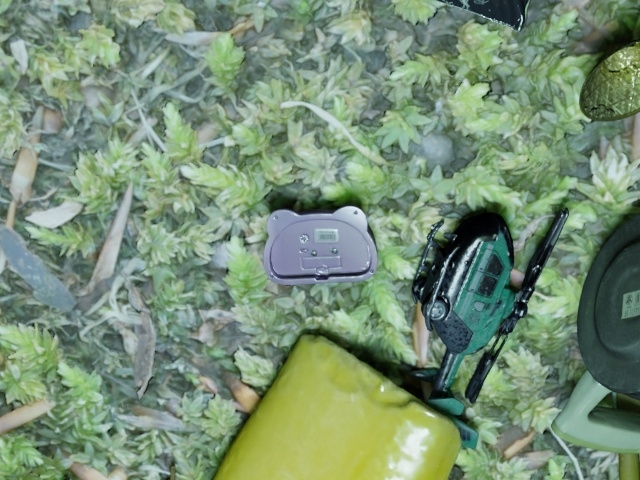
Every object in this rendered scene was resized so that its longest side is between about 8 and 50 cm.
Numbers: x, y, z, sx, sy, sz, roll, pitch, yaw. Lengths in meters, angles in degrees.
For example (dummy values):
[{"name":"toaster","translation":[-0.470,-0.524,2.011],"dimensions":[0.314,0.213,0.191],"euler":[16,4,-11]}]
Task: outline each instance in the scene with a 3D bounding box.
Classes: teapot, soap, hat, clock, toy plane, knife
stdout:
[{"name":"teapot","translation":[0.468,0.141,1.728],"dimensions":[0.239,0.239,0.321],"euler":[20,89,-25]},{"name":"soap","translation":[0.000,0.361,1.888],"dimensions":[0.306,0.115,0.427],"euler":[33,103,16]},{"name":"hat","translation":[0.374,-0.222,1.704],"dimensions":[0.146,0.067,0.146],"euler":[-16,146,-11]},{"name":"clock","translation":[0.000,0.000,1.825],"dimensions":[0.153,0.050,0.110],"euler":[-3,110,6]},{"name":"toy plane","translation":[0.196,0.108,1.825],"dimensions":[0.155,0.106,0.381],"euler":[15,106,-13]},{"name":"knife","translation":[0.434,0.250,1.887],"dimensions":[0.061,0.027,0.343],"euler":[-5,107,10]}]

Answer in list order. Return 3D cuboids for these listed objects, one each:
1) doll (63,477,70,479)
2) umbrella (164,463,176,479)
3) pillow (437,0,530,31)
[{"name":"doll","translation":[-0.328,0.438,2.021],"dimensions":[0.139,0.057,0.165],"euler":[11,116,-1]},{"name":"umbrella","translation":[-0.222,0.403,2.010],"dimensions":[0.025,0.027,0.165],"euler":[-3,109,-21]},{"name":"pillow","translation":[0.169,-0.351,1.678],"dimensions":[0.208,0.055,0.141],"euler":[15,103,-1]}]
